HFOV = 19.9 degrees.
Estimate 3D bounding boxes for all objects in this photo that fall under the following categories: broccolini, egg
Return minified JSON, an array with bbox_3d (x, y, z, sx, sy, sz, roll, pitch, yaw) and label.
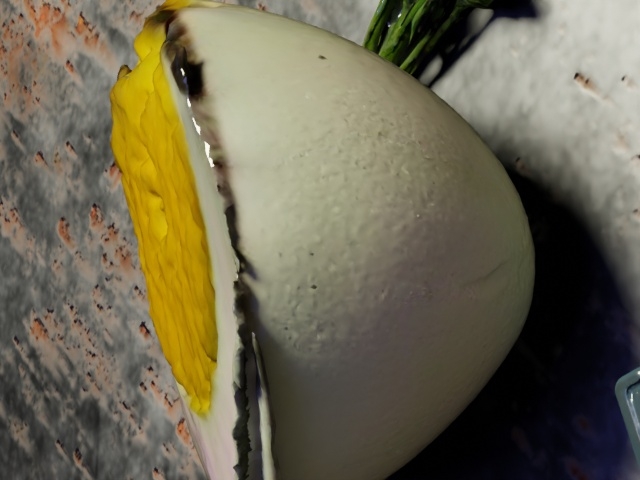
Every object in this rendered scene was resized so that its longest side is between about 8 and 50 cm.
[{"bbox_3d":[0.003,-0.120,1.024,0.271,0.062,0.123,-39,47,45],"label":"broccolini"},{"bbox_3d":[0.001,0.005,0.922,0.286,0.174,0.264,-146,48,-68],"label":"egg"}]

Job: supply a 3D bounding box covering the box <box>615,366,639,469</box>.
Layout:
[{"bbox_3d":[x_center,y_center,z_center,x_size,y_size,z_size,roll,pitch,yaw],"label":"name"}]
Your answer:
[{"bbox_3d":[0.176,0.071,0.778,0.099,0.054,0.074,-38,56,43],"label":"box"}]
